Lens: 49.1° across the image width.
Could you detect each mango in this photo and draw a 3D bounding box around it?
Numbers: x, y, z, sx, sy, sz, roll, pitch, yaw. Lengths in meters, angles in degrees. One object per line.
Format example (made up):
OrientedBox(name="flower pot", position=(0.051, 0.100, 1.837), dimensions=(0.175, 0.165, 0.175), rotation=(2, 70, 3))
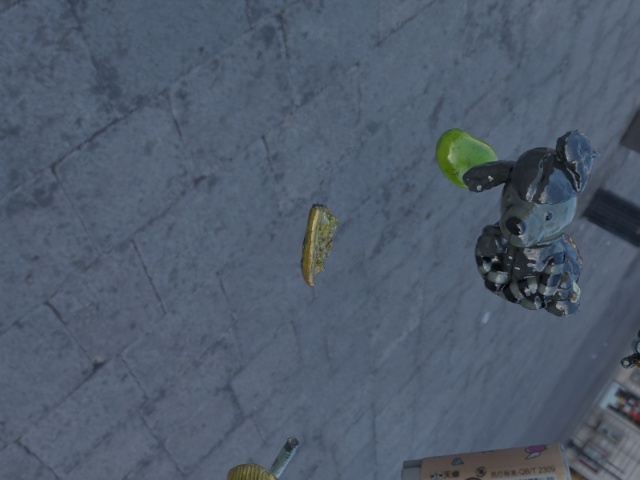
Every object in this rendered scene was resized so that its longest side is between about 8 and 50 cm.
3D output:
OrientedBox(name="mango", position=(0.321, -0.179, 1.565), dimensions=(0.163, 0.089, 0.117), rotation=(22, 113, -23))

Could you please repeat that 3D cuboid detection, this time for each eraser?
OrientedBox(name="eraser", position=(0.297, 0.461, 1.237), dimensions=(0.087, 0.290, 0.171), rotation=(31, 48, -71))

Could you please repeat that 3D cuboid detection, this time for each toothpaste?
OrientedBox(name="toothpaste", position=(-0.123, 0.662, 2.039), dimensions=(0.062, 0.039, 0.239), rotation=(-10, 135, -47))

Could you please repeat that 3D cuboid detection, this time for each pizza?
OrientedBox(name="pizza", position=(0.001, 0.000, 1.099), dimensions=(0.099, 0.036, 0.160), rotation=(-53, 159, -45))

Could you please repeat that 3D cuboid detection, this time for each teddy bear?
OrientedBox(name="teddy bear", position=(0.270, -0.026, 0.951), dimensions=(0.144, 0.171, 0.251), rotation=(-42, 131, -37))

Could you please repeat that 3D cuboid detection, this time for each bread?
OrientedBox(name="bread", position=(-0.155, 0.652, 1.735), dimensions=(0.132, 0.114, 0.190), rotation=(-30, 118, 20))

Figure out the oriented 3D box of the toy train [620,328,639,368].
OrientedBox(name="toy train", position=(0.663, 0.198, 1.259), dimensions=(0.228, 0.136, 0.091), rotation=(-28, 171, 9))
